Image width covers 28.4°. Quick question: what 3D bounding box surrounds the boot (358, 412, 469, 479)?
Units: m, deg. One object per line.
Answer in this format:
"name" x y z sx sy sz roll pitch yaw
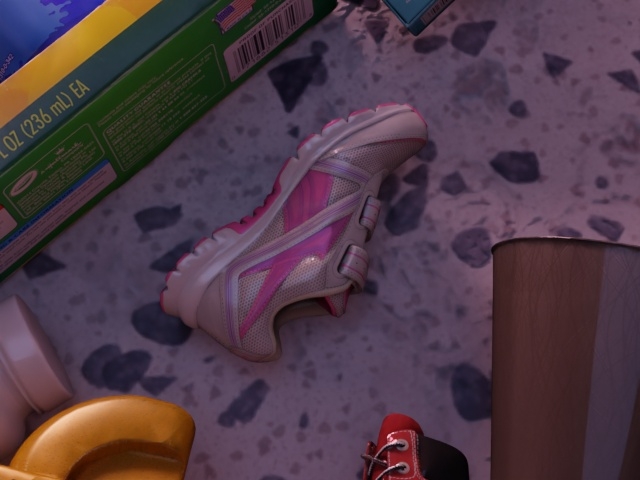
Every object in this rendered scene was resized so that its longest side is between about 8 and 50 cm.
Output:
"boot" 0.025 0.203 0.858 0.088 0.244 0.176 -26 65 37

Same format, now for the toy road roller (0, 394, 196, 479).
"toy road roller" -0.209 0.218 0.845 0.329 0.202 0.241 15 45 -3

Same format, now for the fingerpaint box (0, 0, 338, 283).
"fingerpaint box" -0.272 -0.213 1.039 0.445 0.163 0.371 -40 73 -10

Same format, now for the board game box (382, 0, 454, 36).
"board game box" 0.056 -0.380 1.046 0.254 0.079 0.336 -43 85 9

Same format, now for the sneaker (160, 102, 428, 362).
"sneaker" 0.000 0.000 0.988 0.252 0.103 0.111 -44 78 -4

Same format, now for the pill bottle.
"pill bottle" -0.301 0.132 0.944 0.216 0.121 0.121 -30 72 -6

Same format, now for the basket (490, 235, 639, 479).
"basket" 0.201 0.131 0.900 0.204 0.154 0.227 11 76 8
